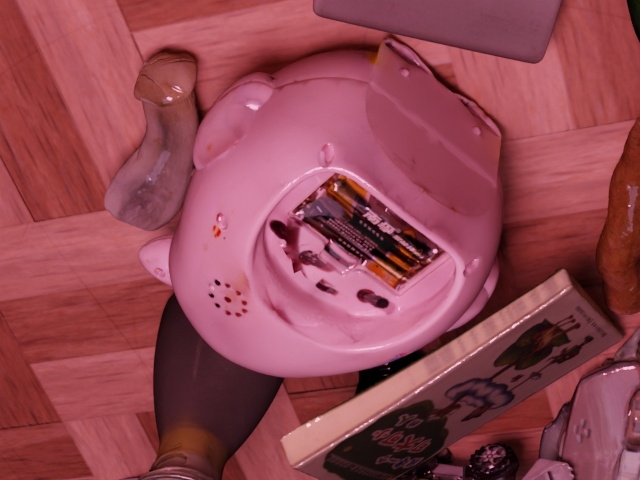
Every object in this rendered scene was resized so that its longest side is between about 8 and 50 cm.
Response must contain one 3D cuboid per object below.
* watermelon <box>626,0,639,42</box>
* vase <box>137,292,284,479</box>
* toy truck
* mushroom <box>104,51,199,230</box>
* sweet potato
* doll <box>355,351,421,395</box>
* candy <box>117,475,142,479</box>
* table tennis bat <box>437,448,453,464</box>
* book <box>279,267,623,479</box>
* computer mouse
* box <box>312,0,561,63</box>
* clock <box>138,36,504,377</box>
[{"bbox_3d":[0.394,-0.200,1.365,0.301,0.123,0.129,37,104,-21],"label":"watermelon"},{"bbox_3d":[-0.138,0.203,1.633,0.173,0.321,0.173,6,129,7],"label":"vase"},{"bbox_3d":[0.188,0.330,1.759,0.286,0.111,0.136,0,125,35],"label":"toy truck"},{"bbox_3d":[-0.178,-0.109,1.548,0.092,0.081,0.223,15,129,-8],"label":"mushroom"},{"bbox_3d":[0.342,-0.035,1.520,0.067,0.059,0.281,-24,133,-26],"label":"sweet potato"},{"bbox_3d":[0.081,0.163,1.712,0.127,0.088,0.249,7,129,44],"label":"doll"},{"bbox_3d":[-0.227,0.360,1.959,0.136,0.038,0.088,-24,118,37],"label":"candy"},{"bbox_3d":[0.105,0.309,1.871,0.158,0.014,0.095,-20,119,26],"label":"table tennis bat"},{"bbox_3d":[0.161,0.174,1.589,0.371,0.043,0.260,-34,152,12],"label":"book"},{"bbox_3d":[0.382,0.267,1.724,0.199,0.115,0.389,5,130,2],"label":"computer mouse"},{"bbox_3d":[0.117,-0.252,1.394,0.243,0.055,0.103,12,129,0],"label":"box"},{"bbox_3d":[0.000,0.000,1.491,0.368,0.250,0.376,37,125,-18],"label":"clock"}]
